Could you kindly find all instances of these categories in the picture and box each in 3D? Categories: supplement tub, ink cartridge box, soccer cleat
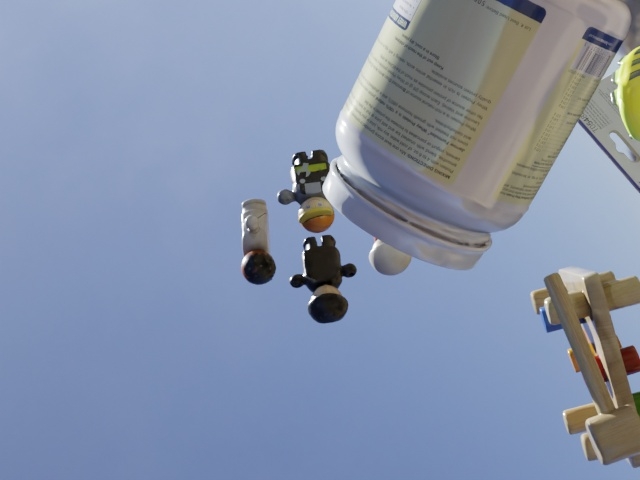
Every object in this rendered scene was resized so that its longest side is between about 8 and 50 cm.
[{"bbox_3d":[0.160,-0.155,1.176,0.235,0.324,0.235,24,-162,-9],"label":"supplement tub"},{"bbox_3d":[0.511,-0.172,1.595,0.223,0.224,0.045,56,173,23],"label":"ink cartridge box"},{"bbox_3d":[0.438,-0.207,1.279,0.289,0.121,0.093,-40,-69,-43],"label":"soccer cleat"}]

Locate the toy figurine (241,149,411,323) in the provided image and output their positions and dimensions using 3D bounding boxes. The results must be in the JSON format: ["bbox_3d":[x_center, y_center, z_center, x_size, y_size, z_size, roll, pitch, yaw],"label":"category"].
[{"bbox_3d":[0.000,0.000,1.518,0.210,0.213,0.148,28,-140,-35],"label":"toy figurine"}]

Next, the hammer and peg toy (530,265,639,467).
[{"bbox_3d":[0.377,0.155,1.415,0.361,0.127,0.265,4,-109,-84],"label":"hammer and peg toy"}]
